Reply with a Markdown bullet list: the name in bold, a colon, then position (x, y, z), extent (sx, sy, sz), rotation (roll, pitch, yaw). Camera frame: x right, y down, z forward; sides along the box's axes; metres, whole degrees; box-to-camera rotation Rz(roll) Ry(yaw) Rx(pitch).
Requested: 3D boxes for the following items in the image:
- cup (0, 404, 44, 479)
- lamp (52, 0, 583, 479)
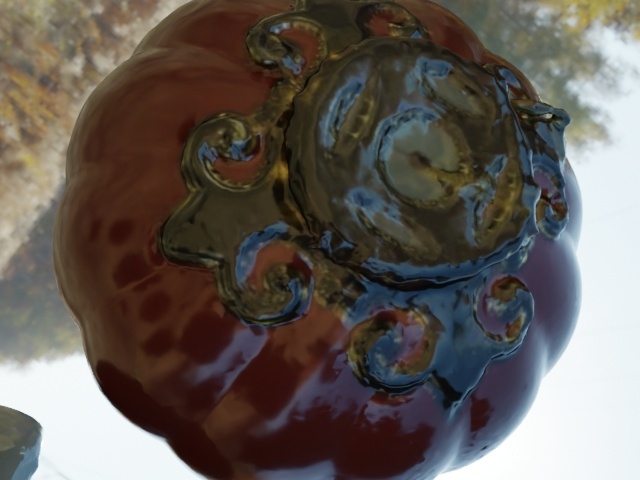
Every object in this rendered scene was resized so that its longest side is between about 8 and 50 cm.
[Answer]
- **cup**: position (-0.241, 0.243, 0.624), extent (0.257, 0.227, 0.301), rotation (125, -15, -47)
- **lamp**: position (0.000, 0.000, 0.472), extent (0.227, 0.227, 0.227), rotation (-49, -168, 14)
